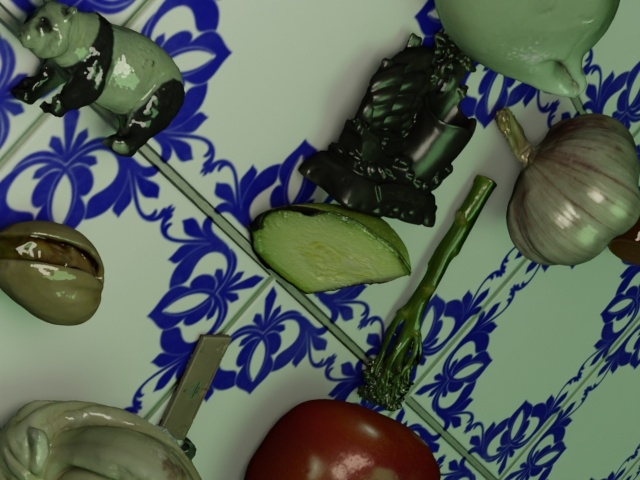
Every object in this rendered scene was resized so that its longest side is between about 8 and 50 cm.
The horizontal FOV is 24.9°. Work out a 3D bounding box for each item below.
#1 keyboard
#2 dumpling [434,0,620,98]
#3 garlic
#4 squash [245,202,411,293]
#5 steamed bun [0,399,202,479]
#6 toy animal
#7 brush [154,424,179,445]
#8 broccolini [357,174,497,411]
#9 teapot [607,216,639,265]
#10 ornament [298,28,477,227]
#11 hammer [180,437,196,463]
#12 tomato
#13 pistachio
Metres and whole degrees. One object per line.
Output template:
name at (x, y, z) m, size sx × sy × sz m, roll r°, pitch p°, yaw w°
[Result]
keyboard at (-0.169, 0.193, 1.914) m, size 0.055 × 0.017 × 0.166 m, roll 6°, pitch 117°, yaw -45°
dumpling at (0.271, -0.326, 1.767) m, size 0.270 × 0.212 × 0.321 m, roll -34°, pitch 153°, yaw -28°
garlic at (0.331, -0.100, 2.082) m, size 0.253 × 0.245 × 0.245 m, roll 37°, pitch 92°, yaw -20°
squash at (0.006, -0.018, 1.837) m, size 0.184 × 0.192 × 0.085 m, roll 44°, pitch 47°, yaw -39°
steamed bun at (-0.263, 0.331, 1.729) m, size 0.219 × 0.309 × 0.324 m, roll -45°, pitch 153°, yaw -61°
toy animal at (-0.224, -0.165, 1.456) m, size 0.225 × 0.094 × 0.121 m, roll 29°, pitch 89°, yaw -46°
brush at (-0.250, 0.359, 1.917) m, size 0.065 × 0.070 × 0.327 m, roll -22°, pitch 143°, yaw -46°
broccolini at (0.167, 0.079, 2.157) m, size 0.079 × 0.074 × 0.392 m, roll 25°, pitch 104°, yaw -12°
teapot at (0.542, -0.022, 2.451) m, size 0.116 × 0.116 × 0.173 m, roll -37°, pitch 170°, yaw -19°
ornament at (0.114, -0.161, 1.848) m, size 0.251 × 0.106 × 0.260 m, roll 7°, pitch 111°, yaw -53°
hammer at (-0.241, 0.305, 1.935) m, size 0.182 × 0.017 × 0.062 m, roll -16°, pitch 132°, yaw -39°
tomato at (0.017, 0.355, 2.088) m, size 0.298 × 0.226 × 0.298 m, roll -28°, pitch 145°, yaw -22°
pistachio at (-0.292, 0.032, 1.560) m, size 0.149 × 0.113 × 0.113 m, roll 34°, pitch 94°, yaw -40°
